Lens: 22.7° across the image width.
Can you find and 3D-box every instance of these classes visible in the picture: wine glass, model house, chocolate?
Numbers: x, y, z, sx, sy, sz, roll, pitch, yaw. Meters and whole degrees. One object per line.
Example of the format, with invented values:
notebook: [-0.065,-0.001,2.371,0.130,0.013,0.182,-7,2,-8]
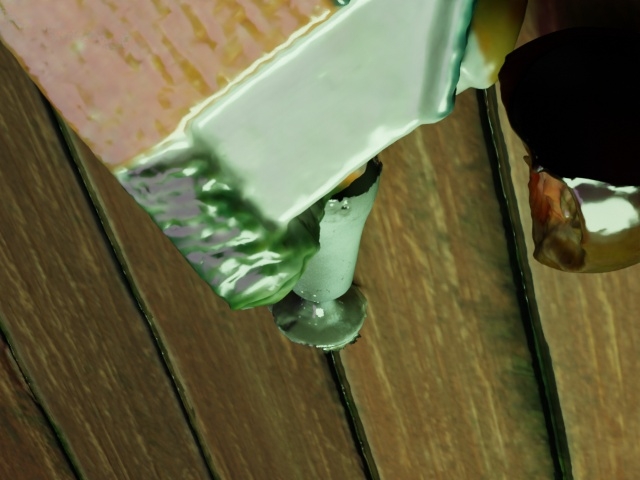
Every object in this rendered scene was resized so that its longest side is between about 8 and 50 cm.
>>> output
wine glass: [0.000,0.000,1.023,0.072,0.072,0.155,20,141,15]
model house: [-0.001,-0.152,0.804,0.301,0.190,0.271,-31,107,22]
chocolate: [0.143,-0.044,0.837,0.127,0.124,0.133,23,173,2]
